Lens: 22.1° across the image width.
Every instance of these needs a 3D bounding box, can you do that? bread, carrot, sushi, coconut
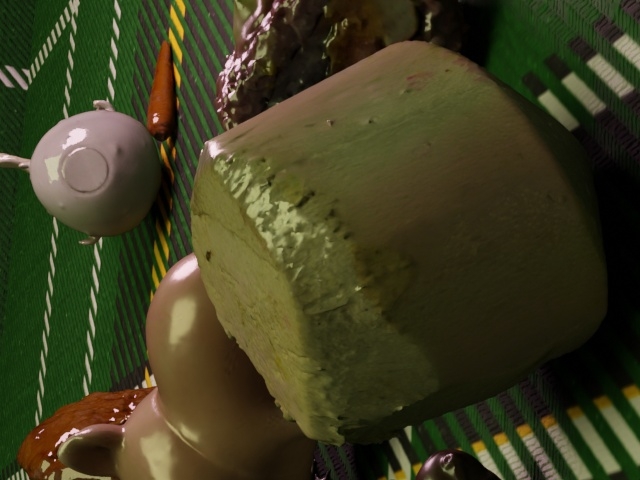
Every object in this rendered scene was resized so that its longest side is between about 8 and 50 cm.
[{"bbox_3d":[-0.215,0.280,1.989,0.312,0.312,0.172,-156,60,-69],"label":"bread"},{"bbox_3d":[-0.255,-0.248,2.647,0.048,0.048,0.216,123,154,-47],"label":"carrot"},{"bbox_3d":[0.016,-0.181,1.625,0.270,0.236,0.171,-61,14,22],"label":"sushi"},{"bbox_3d":[0.077,-0.004,1.307,0.297,0.309,0.297,53,157,34],"label":"coconut"}]

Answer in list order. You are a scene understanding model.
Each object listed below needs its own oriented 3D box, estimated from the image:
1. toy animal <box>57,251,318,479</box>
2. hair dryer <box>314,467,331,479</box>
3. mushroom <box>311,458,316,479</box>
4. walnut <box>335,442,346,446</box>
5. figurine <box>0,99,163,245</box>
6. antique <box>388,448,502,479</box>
[{"bbox_3d":[-0.101,0.168,1.674,0.269,0.237,0.326,-8,93,38],"label":"toy animal"},{"bbox_3d":[-0.035,0.413,1.719,0.173,0.107,0.357,-8,67,66],"label":"hair dryer"},{"bbox_3d":[-0.082,0.368,1.873,0.100,0.081,0.312,53,127,52],"label":"mushroom"},{"bbox_3d":[0.015,0.158,1.727,0.091,0.052,0.121,-50,59,51],"label":"walnut"},{"bbox_3d":[-0.390,-0.113,2.677,0.394,0.274,0.226,-176,97,-88],"label":"figurine"},{"bbox_3d":[0.107,0.300,1.340,0.143,0.121,0.257,3,84,62],"label":"antique"}]
